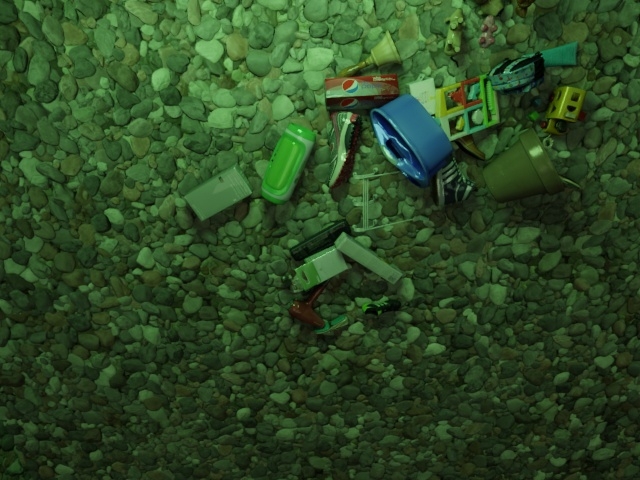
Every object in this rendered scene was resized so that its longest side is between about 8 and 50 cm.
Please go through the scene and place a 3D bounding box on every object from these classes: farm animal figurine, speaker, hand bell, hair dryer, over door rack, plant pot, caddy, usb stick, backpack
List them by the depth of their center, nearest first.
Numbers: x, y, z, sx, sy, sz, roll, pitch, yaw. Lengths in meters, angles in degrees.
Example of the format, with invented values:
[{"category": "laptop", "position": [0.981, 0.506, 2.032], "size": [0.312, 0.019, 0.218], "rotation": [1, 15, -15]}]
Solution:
[{"category": "farm animal figurine", "position": [0.529, -0.808, 1.443], "size": [0.330, 0.172, 0.327], "rotation": [-27, 98, 17]}, {"category": "backpack", "position": [0.677, -0.573, 1.508], "size": [0.173, 0.158, 0.117], "rotation": [-33, 117, -29]}, {"category": "caddy", "position": [0.307, -0.346, 1.539], "size": [0.179, 0.241, 0.341], "rotation": [-34, 77, -4]}, {"category": "hand bell", "position": [0.159, -0.634, 1.542], "size": [0.242, 0.126, 0.126], "rotation": [-23, 111, 20]}, {"category": "plant pot", "position": [0.756, -0.257, 1.638], "size": [0.229, 0.263, 0.263], "rotation": [-28, 111, 30]}, {"category": "speaker", "position": [-0.126, -0.291, 1.649], "size": [0.131, 0.131, 0.297], "rotation": [23, 110, -10]}, {"category": "over door rack", "position": [0.278, -0.170, 1.727], "size": [0.324, 0.108, 0.240], "rotation": [-8, 113, -13]}, {"category": "usb stick", "position": [0.000, 0.000, 1.812], "size": [0.278, 0.045, 0.077], "rotation": [-29, 118, 10]}, {"category": "hair dryer", "position": [-0.042, 0.267, 1.899], "size": [0.223, 0.080, 0.294], "rotation": [-12, 112, 3]}]

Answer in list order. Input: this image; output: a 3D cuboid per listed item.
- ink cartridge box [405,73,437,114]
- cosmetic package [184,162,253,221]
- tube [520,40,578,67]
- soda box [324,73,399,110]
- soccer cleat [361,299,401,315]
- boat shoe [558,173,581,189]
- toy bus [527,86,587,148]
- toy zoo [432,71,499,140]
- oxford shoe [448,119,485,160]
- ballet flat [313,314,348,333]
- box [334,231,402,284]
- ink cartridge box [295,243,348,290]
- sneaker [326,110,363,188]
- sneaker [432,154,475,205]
[{"category": "ink cartridge box", "position": [0.370, -0.533, 1.579], "size": [0.089, 0.092, 0.143], "rotation": [-15, 111, 5]}, {"category": "cosmetic package", "position": [-0.399, -0.191, 1.696], "size": [0.238, 0.107, 0.127], "rotation": [-30, 112, 7]}, {"category": "tube", "position": [0.836, -0.664, 1.562], "size": [0.207, 0.052, 0.080], "rotation": [-11, 117, -2]}, {"category": "soda box", "position": [0.147, -0.535, 1.560], "size": [0.263, 0.092, 0.084], "rotation": [-4, 74, -1]}, {"category": "soccer cleat", "position": [0.275, 0.306, 1.924], "size": [0.178, 0.072, 0.060], "rotation": [-7, 112, 2]}, {"category": "boat shoe", "position": [0.972, -0.236, 1.735], "size": [0.152, 0.056, 0.049], "rotation": [24, 115, 0]}, {"category": "toy bus", "position": [0.905, -0.470, 1.601], "size": [0.191, 0.104, 0.202], "rotation": [-33, 103, 6]}, {"category": "toy zoo", "position": [0.527, -0.484, 1.577], "size": [0.293, 0.030, 0.192], "rotation": [-22, 112, -17]}, {"category": "oxford shoe", "position": [0.567, -0.384, 1.656], "size": [0.212, 0.076, 0.076], "rotation": [35, 96, -15]}, {"category": "ballet flat", "position": [0.051, 0.397, 1.968], "size": [0.168, 0.057, 0.052], "rotation": [-24, 120, 9]}, {"category": "box", "position": [0.205, 0.077, 1.813], "size": [0.324, 0.063, 0.067], "rotation": [31, 107, -21]}, {"category": "ink cartridge box", "position": [-0.001, 0.112, 1.817], "size": [0.209, 0.062, 0.109], "rotation": [-27, 109, -8]}, {"category": "sneaker", "position": [0.074, -0.344, 1.650], "size": [0.112, 0.121, 0.299], "rotation": [23, 114, 21]}, {"category": "sneaker", "position": [0.522, -0.276, 1.681], "size": [0.153, 0.099, 0.282], "rotation": [-6, 117, 4]}]
